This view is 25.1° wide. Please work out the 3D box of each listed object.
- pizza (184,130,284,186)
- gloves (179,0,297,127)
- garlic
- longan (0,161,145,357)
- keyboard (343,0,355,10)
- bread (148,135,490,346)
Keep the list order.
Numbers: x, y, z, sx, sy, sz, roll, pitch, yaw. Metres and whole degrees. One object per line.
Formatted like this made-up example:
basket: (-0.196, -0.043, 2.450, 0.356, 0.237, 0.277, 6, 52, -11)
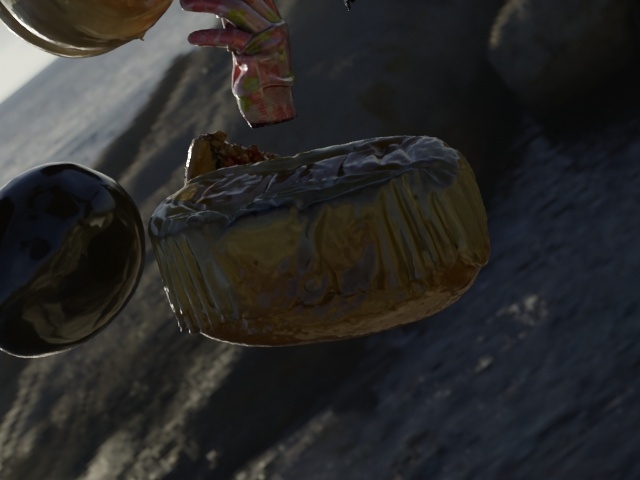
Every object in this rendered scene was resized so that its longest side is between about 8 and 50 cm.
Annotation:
pizza: (-0.092, -0.074, 1.976, 0.199, 0.188, 0.062, -22, 29, -31)
gloves: (-0.099, -0.276, 1.929, 0.126, 0.241, 0.145, -6, 12, 29)
garlic: (-0.354, -0.369, 2.011, 0.286, 0.313, 0.249, 43, 119, 52)
longan: (-0.327, 0.027, 1.767, 0.248, 0.248, 0.248, -36, 12, 9)
keyboard: (0.005, -0.310, 1.313, 0.015, 0.196, 0.074, -15, 17, -2)
bread: (-0.003, 0.006, 1.657, 0.389, 0.183, 0.236, -10, 24, 13)
